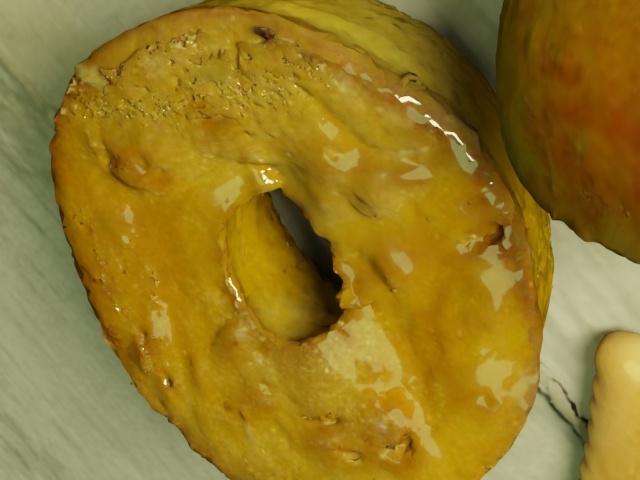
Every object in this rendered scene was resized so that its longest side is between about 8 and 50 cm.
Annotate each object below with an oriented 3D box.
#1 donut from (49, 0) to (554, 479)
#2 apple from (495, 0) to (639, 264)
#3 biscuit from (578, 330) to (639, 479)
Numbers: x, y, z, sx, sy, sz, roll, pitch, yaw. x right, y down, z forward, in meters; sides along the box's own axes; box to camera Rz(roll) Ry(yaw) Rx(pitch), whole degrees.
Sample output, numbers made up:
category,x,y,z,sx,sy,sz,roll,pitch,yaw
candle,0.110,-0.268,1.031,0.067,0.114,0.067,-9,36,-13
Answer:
category,x,y,z,sx,sy,sz,roll,pitch,yaw
donut,0.000,-0.003,0.716,0.277,0.108,0.278,17,127,25
apple,0.217,-0.094,0.478,0.346,0.179,0.254,4,85,33
biscuit,0.203,0.168,0.744,0.160,0.030,0.250,20,128,23
